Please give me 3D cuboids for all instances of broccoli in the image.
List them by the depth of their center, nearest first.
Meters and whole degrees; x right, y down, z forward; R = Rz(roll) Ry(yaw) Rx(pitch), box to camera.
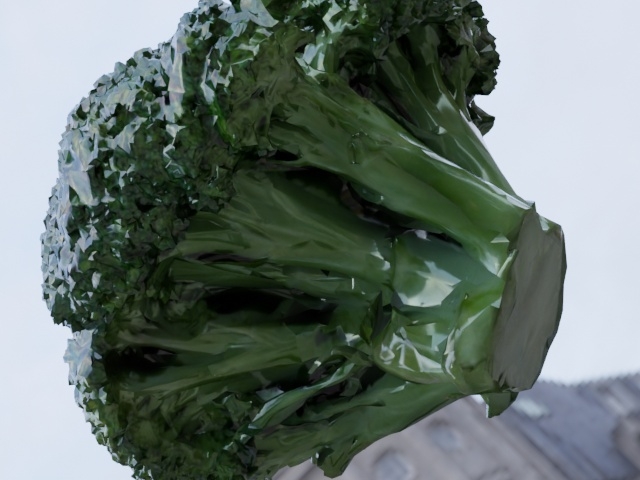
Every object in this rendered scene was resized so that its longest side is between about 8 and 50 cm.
[{"bbox_3d":[0.000,0.000,0.809,0.261,0.241,0.269,11,-86,-55],"label":"broccoli"}]
